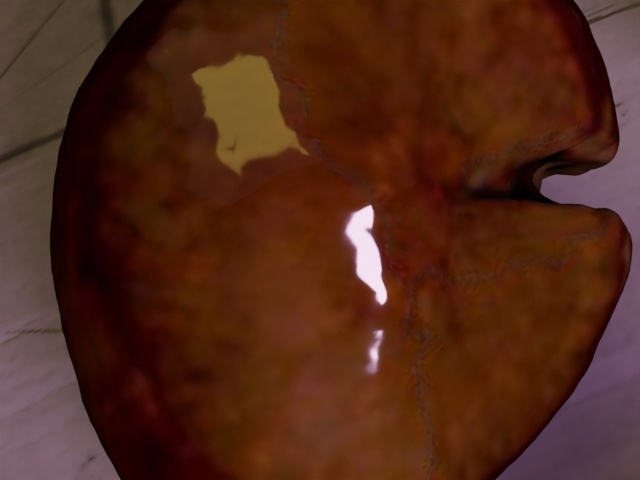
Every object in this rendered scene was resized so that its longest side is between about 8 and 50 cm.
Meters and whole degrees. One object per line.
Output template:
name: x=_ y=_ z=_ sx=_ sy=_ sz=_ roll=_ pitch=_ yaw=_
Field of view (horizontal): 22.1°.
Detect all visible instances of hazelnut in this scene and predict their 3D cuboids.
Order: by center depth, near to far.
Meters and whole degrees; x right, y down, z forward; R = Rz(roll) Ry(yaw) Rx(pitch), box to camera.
hazelnut: x=0.000 y=0.000 z=0.615 sx=0.217 sy=0.217 sz=0.251 roll=6 pitch=76 yaw=33
